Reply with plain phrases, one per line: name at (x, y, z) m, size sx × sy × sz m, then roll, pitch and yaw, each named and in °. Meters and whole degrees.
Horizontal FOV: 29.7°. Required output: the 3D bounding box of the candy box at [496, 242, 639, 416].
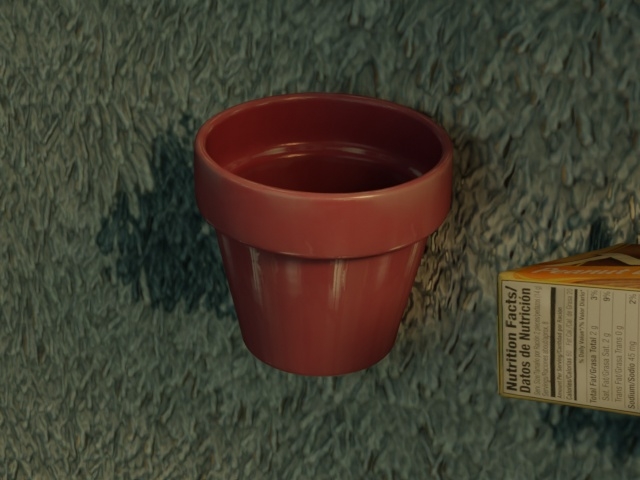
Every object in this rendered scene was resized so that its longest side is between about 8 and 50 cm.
candy box at (0.288, 0.058, 0.733) m, size 0.316 × 0.183 × 0.087 m, roll 3°, pitch 97°, yaw 38°

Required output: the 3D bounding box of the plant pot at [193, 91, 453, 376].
plant pot at (0.000, 0.000, 0.963) m, size 0.201 × 0.201 × 0.180 m, roll 24°, pitch 125°, yaw 34°
